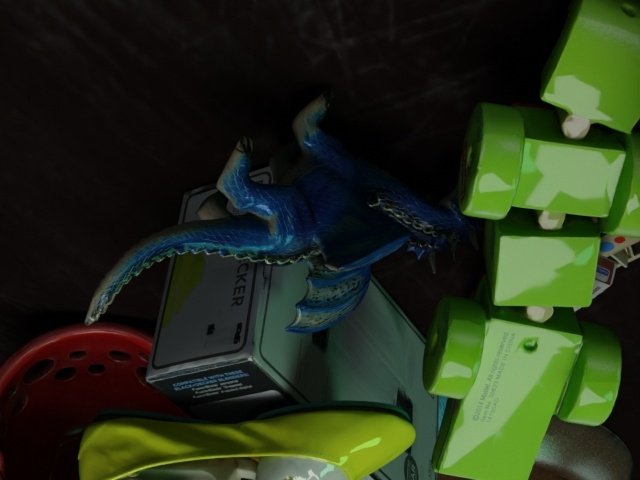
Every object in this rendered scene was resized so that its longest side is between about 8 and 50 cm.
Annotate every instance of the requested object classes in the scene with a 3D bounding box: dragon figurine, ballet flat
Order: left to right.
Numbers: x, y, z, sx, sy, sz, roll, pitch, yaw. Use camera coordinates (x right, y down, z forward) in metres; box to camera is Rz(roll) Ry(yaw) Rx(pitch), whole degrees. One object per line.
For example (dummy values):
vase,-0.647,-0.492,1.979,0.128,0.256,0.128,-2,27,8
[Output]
ballet flat,-0.052,0.153,0.718,0.231,0.077,0.077,-2,142,11
dragon figurine,0.000,0.000,0.690,0.144,0.289,0.085,46,135,8

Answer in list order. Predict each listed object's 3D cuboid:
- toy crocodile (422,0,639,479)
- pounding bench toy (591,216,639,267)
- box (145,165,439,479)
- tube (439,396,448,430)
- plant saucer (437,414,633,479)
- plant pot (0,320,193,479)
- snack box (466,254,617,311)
toy crocodile,0.133,0.012,0.676,0.115,0.105,0.341,7,117,-2
pounding bench toy,0.191,-0.017,0.769,0.083,0.052,0.065,32,134,-31
box,-0.005,0.096,0.841,0.087,0.169,0.290,-14,140,25
tube,0.102,0.152,0.999,0.207,0.052,0.080,-7,133,22
plant saucer,0.167,0.261,1.131,0.310,0.050,0.311,3,141,2
plant pot,-0.195,0.190,0.965,0.191,0.191,0.174,6,150,-2
snack box,0.157,0.038,0.810,0.064,0.022,0.178,21,161,0
